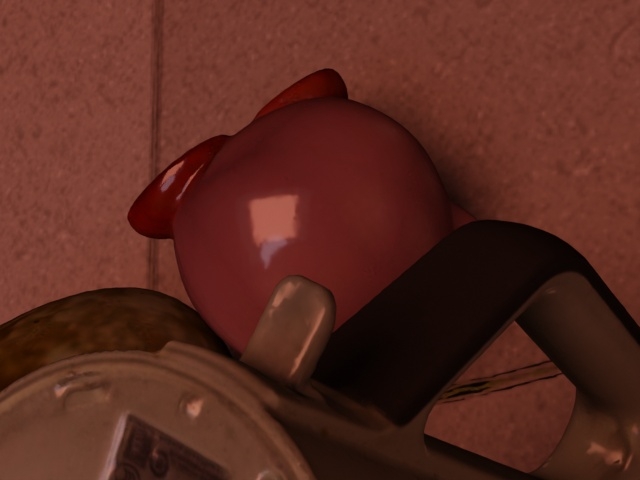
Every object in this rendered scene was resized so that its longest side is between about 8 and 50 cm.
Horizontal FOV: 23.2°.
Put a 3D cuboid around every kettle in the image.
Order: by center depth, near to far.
[{"bbox_3d":[0.030,0.161,0.725,0.250,0.377,0.361,18,85,38],"label":"kettle"}]

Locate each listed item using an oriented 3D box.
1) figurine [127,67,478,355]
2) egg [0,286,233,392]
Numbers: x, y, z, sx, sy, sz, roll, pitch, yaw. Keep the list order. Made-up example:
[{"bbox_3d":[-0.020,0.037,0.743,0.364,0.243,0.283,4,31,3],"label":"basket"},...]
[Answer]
[{"bbox_3d":[0.000,0.000,0.924,0.173,0.173,0.173,-9,72,30],"label":"figurine"},{"bbox_3d":[-0.154,0.163,0.930,0.238,0.238,0.289,11,71,33],"label":"egg"}]
